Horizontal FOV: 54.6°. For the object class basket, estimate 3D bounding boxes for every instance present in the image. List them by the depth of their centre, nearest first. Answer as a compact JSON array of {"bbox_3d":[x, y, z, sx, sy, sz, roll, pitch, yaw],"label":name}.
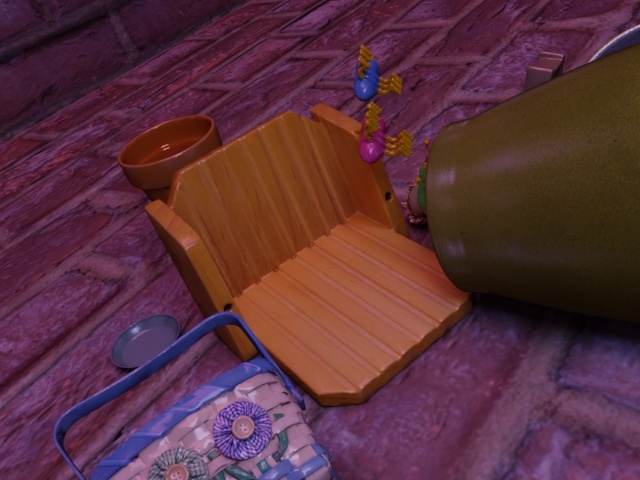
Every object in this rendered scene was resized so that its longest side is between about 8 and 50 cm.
[{"bbox_3d":[-0.126,0.224,0.683,0.254,0.201,0.289,-36,46,-22],"label":"basket"}]

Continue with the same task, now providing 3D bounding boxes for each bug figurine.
[{"bbox_3d":[0.132,-0.157,0.943,0.072,0.279,0.216,-34,29,39],"label":"bug figurine"}]

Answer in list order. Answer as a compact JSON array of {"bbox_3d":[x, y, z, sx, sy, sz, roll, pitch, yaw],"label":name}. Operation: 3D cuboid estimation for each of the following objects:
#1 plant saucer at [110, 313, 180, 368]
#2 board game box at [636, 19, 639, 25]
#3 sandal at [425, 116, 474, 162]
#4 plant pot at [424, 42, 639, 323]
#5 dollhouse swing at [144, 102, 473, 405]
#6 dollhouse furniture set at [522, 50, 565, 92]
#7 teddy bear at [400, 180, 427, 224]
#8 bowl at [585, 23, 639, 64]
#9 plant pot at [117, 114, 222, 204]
[{"bbox_3d":[-0.280,0.168,1.006,0.119,0.021,0.119,-14,33,9],"label":"plant saucer"},{"bbox_3d":[0.686,-0.352,0.994,0.141,0.232,0.291,7,48,-12],"label":"board game box"},{"bbox_3d":[0.274,-0.206,1.246,0.180,0.049,0.072,-39,38,-27],"label":"sandal"},{"bbox_3d":[0.333,-0.060,0.766,0.352,0.367,0.366,-5,35,35],"label":"plant pot"},{"bbox_3d":[0.000,0.000,0.896,0.346,0.315,0.305,-34,25,-22],"label":"dollhouse swing"},{"bbox_3d":[0.522,-0.266,1.175,0.259,0.135,0.262,19,48,28],"label":"dollhouse furniture set"},{"bbox_3d":[0.303,-0.109,1.061,0.338,0.113,0.245,-44,34,-21],"label":"teddy bear"},{"bbox_3d":[0.514,-0.174,0.931,0.289,0.290,0.156,-6,5,19],"label":"bowl"},{"bbox_3d":[-0.281,-0.128,1.281,0.205,0.188,0.205,-14,33,9],"label":"plant pot"}]
